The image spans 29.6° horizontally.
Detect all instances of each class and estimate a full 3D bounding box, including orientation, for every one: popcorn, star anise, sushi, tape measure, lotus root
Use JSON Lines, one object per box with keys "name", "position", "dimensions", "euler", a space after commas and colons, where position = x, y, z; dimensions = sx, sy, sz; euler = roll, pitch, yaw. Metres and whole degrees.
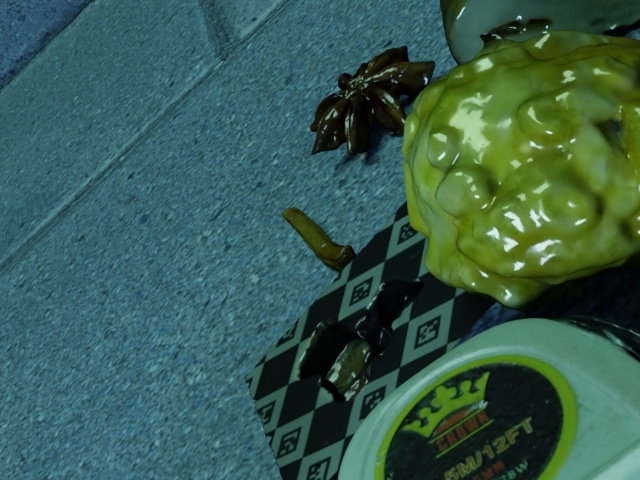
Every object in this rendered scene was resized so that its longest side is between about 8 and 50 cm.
{"name": "popcorn", "position": [0.166, -0.058, 0.823], "dimensions": [0.233, 0.192, 0.266], "euler": [-16, 4, 23]}
{"name": "star anise", "position": [0.051, -0.150, 1.301], "dimensions": [0.168, 0.057, 0.168], "euler": [-36, 28, 23]}
{"name": "sushi", "position": [0.046, 0.095, 0.982], "dimensions": [0.220, 0.047, 0.231], "euler": [-48, 23, 6]}
{"name": "tape measure", "position": [0.136, 0.136, 0.726], "dimensions": [0.235, 0.115, 0.207], "euler": [-35, 28, 4]}
{"name": "lotus root", "position": [0.231, -0.301, 1.151], "dimensions": [0.267, 0.149, 0.260], "euler": [-30, 31, 25]}

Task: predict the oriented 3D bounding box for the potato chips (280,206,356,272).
{"name": "potato chips", "position": [0.000, 0.000, 1.198], "dimensions": [0.026, 0.037, 0.204], "euler": [-38, 21, -4]}
